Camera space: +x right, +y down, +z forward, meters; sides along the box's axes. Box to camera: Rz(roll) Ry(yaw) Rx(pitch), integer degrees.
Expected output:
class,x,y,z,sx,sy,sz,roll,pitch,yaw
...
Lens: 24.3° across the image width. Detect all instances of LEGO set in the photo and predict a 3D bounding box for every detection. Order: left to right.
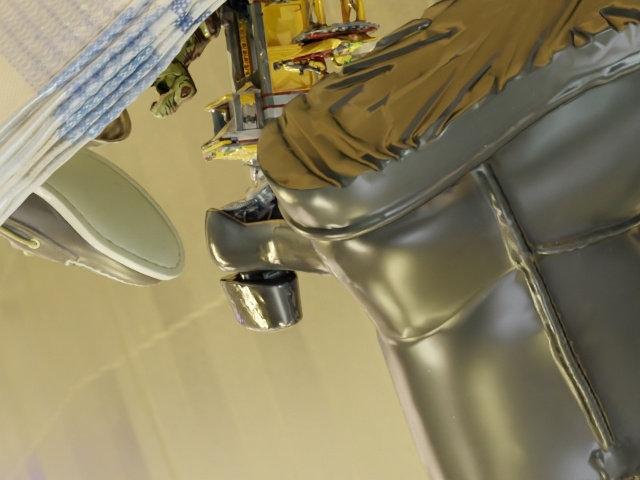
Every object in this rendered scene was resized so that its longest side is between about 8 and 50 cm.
class,x,y,z,sx,sy,sz,roll,pitch,yaw
LEGO set,-0.085,-0.130,1.112,0.331,0.254,0.192,-9,88,64

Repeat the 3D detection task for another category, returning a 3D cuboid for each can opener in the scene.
class,x,y,z,sx,sy,sz,roll,pitch,yaw
can opener,0.000,0.000,0.693,0.186,0.059,0.073,-10,109,62

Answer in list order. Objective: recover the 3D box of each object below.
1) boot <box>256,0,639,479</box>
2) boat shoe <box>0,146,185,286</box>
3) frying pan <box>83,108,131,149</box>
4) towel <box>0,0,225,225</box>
class,x,y,z,sx,sy,sz,roll,pitch,yaw
boot,0.119,-0.013,0.564,0.207,0.246,0.094,59,179,-38
boat shoe,-0.196,-0.030,1.024,0.068,0.227,0.081,-38,31,30
frying pan,-0.244,-0.112,1.441,0.053,0.197,0.326,-49,55,20
towel,-0.101,-0.130,0.673,0.034,0.285,0.209,47,177,-40
